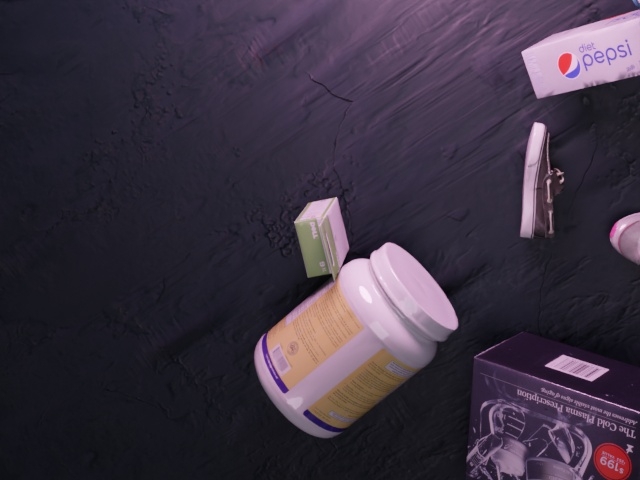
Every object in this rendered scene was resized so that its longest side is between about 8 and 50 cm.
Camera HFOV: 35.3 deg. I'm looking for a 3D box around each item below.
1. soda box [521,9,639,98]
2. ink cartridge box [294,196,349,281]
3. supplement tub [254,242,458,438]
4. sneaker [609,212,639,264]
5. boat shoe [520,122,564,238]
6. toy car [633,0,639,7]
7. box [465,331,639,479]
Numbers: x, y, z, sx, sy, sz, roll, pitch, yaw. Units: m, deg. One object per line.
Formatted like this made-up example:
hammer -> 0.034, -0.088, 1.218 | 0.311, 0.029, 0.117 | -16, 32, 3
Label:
soda box -> 0.475, -0.314, 1.649 | 0.286, 0.098, 0.091 | -5, 111, 56
ink cartridge box -> 0.000, 0.000, 1.844 | 0.062, 0.209, 0.109 | -11, 104, 12
supplement tub -> 0.066, 0.185, 1.872 | 0.331, 0.241, 0.241 | -41, 96, 17
sneaker -> 0.645, 0.026, 1.798 | 0.252, 0.111, 0.103 | 19, 108, 4
boat shoe -> 0.404, -0.107, 1.821 | 0.070, 0.078, 0.219 | 3, 115, 9
toy car -> 0.591, -0.439, 1.662 | 0.159, 0.136, 0.182 | 23, 110, -37
box -> 0.455, 0.375, 1.820 | 0.343, 0.179, 0.313 | 15, 112, 40
